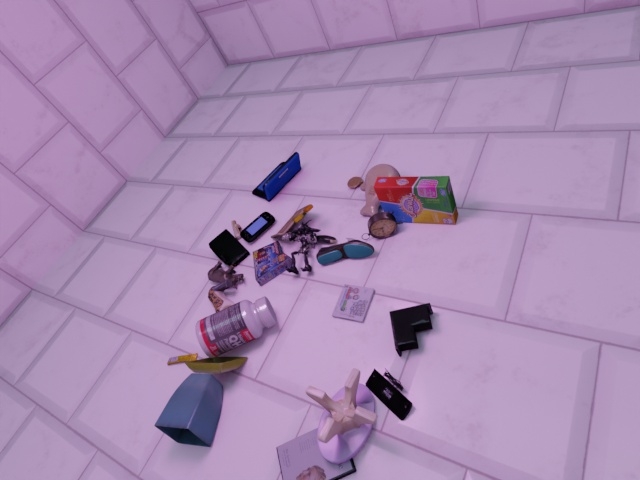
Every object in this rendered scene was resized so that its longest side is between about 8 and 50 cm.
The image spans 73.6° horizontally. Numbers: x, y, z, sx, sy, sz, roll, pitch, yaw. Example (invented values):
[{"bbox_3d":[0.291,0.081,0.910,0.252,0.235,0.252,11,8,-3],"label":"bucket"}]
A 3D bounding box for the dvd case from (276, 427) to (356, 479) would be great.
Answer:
[{"bbox_3d":[-0.020,0.739,1.449,0.253,0.022,0.180,-27,44,4],"label":"dvd case"}]

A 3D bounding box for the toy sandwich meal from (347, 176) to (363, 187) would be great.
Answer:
[{"bbox_3d":[0.182,-0.303,2.247,0.085,0.029,0.086,-17,49,20],"label":"toy sandwich meal"}]

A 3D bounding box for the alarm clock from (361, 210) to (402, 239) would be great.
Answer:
[{"bbox_3d":[0.262,-0.060,1.927,0.192,0.129,0.064,-37,39,25],"label":"alarm clock"}]

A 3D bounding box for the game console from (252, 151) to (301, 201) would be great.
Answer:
[{"bbox_3d":[-0.267,-0.385,2.466,0.173,0.250,0.293,36,73,16],"label":"game console"}]

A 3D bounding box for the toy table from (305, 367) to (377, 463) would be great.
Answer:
[{"bbox_3d":[0.077,0.575,1.419,0.252,0.161,0.274,4,48,21],"label":"toy table"}]

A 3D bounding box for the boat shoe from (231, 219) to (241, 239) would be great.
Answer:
[{"bbox_3d":[-0.459,-0.063,2.370,0.045,0.050,0.135,-25,55,2],"label":"boat shoe"}]

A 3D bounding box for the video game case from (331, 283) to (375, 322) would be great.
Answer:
[{"bbox_3d":[0.137,0.260,1.785,0.143,0.019,0.157,5,55,31],"label":"video game case"}]

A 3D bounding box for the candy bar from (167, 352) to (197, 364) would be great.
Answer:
[{"bbox_3d":[-0.634,0.542,1.954,0.161,0.018,0.040,-14,44,18],"label":"candy bar"}]

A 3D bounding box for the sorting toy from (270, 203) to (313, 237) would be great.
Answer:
[{"bbox_3d":[-0.128,-0.092,2.119,0.229,0.041,0.307,-45,10,-16],"label":"sorting toy"}]

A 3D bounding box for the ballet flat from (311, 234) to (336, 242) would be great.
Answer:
[{"bbox_3d":[0.000,0.000,2.077,0.173,0.049,0.057,3,12,28],"label":"ballet flat"}]

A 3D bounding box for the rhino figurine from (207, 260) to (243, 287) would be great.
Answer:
[{"bbox_3d":[-0.470,0.180,2.144,0.243,0.073,0.106,14,56,35],"label":"rhino figurine"}]

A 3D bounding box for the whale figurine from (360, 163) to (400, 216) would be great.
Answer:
[{"bbox_3d":[0.292,-0.231,2.075,0.216,0.141,0.272,18,87,38],"label":"whale figurine"}]

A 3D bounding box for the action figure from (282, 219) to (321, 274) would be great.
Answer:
[{"bbox_3d":[-0.087,0.012,1.997,0.163,0.141,0.276,-2,68,13],"label":"action figure"}]

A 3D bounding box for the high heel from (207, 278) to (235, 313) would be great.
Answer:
[{"bbox_3d":[-0.484,0.332,2.040,0.186,0.093,0.261,-29,54,40],"label":"high heel"}]

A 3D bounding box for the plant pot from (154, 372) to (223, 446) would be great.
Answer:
[{"bbox_3d":[-0.493,0.653,1.683,0.165,0.166,0.234,-6,43,24],"label":"plant pot"}]

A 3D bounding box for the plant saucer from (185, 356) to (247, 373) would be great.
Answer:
[{"bbox_3d":[-0.429,0.517,1.776,0.188,0.188,0.045,-7,81,24],"label":"plant saucer"}]

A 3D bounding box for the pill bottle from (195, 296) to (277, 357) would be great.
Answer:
[{"bbox_3d":[-0.356,0.363,1.841,0.318,0.176,0.176,-25,44,0],"label":"pill bottle"}]

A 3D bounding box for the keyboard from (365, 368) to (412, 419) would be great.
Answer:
[{"bbox_3d":[0.249,0.526,1.493,0.192,0.038,0.100,36,98,42],"label":"keyboard"}]

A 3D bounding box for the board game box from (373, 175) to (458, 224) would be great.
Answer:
[{"bbox_3d":[0.415,-0.173,1.855,0.316,0.242,0.064,4,55,32],"label":"board game box"}]

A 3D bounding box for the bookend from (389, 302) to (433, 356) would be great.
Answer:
[{"bbox_3d":[0.347,0.328,1.575,0.157,0.072,0.156,-16,47,14],"label":"bookend"}]

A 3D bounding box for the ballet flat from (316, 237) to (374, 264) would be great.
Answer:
[{"bbox_3d":[0.110,0.037,1.946,0.280,0.095,0.096,-11,36,20],"label":"ballet flat"}]

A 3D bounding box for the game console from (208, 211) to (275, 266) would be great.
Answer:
[{"bbox_3d":[-0.405,-0.029,2.279,0.361,0.044,0.213,-42,60,-13],"label":"game console"}]

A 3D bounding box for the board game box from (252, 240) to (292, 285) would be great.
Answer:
[{"bbox_3d":[-0.228,0.101,2.091,0.194,0.060,0.194,-22,45,8],"label":"board game box"}]
